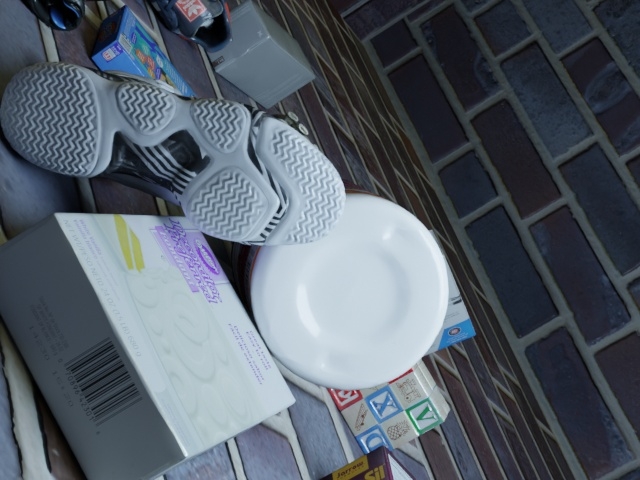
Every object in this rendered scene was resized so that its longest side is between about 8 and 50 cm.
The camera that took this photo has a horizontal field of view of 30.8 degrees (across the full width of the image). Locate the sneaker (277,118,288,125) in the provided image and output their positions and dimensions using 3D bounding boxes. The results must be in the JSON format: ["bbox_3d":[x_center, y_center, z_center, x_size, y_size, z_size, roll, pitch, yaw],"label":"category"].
[{"bbox_3d":[-0.081,-0.148,1.882,0.090,0.115,0.232,30,18,-10],"label":"sneaker"}]

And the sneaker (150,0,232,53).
[{"bbox_3d":[-0.241,-0.428,1.918,0.148,0.131,0.350,61,12,28],"label":"sneaker"}]

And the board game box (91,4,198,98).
[{"bbox_3d":[-0.235,-0.217,1.653,0.210,0.047,0.160,52,14,-25],"label":"board game box"}]

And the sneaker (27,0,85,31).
[{"bbox_3d":[-0.324,-0.318,1.514,0.217,0.079,0.121,9,53,-62],"label":"sneaker"}]

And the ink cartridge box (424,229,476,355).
[{"bbox_3d":[0.167,0.099,2.030,0.086,0.148,0.203,-104,171,-54],"label":"ink cartridge box"}]

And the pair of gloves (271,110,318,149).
[{"bbox_3d":[-0.018,-0.136,2.103,0.240,0.042,0.204,51,-10,-14],"label":"pair of gloves"}]

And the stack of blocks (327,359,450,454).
[{"bbox_3d":[0.076,0.150,1.716,0.297,0.171,0.087,60,13,3],"label":"stack of blocks"}]

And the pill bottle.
[{"bbox_3d":[0.006,0.034,1.457,0.224,0.224,0.392,56,-3,-12],"label":"pill bottle"}]

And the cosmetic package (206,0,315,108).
[{"bbox_3d":[-0.118,-0.352,2.222,0.107,0.127,0.238,65,12,23],"label":"cosmetic package"}]

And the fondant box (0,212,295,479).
[{"bbox_3d":[-0.162,0.096,1.125,0.238,0.096,0.330,60,12,7],"label":"fondant box"}]

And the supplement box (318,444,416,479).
[{"bbox_3d":[0.066,0.349,1.379,0.081,0.104,0.188,51,15,-29],"label":"supplement box"}]

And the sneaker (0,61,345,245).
[{"bbox_3d":[-0.144,-0.101,1.262,0.365,0.137,0.210,18,8,0],"label":"sneaker"}]
